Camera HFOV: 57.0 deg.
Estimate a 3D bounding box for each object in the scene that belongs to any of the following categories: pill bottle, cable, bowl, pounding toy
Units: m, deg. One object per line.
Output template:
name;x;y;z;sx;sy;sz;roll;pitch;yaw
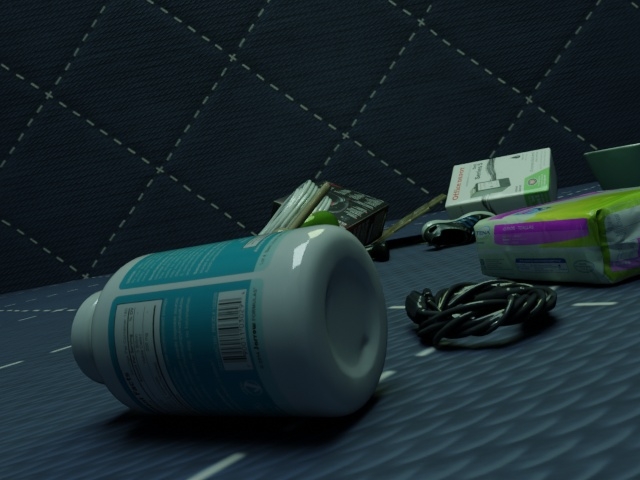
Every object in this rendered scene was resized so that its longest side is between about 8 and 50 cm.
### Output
pill bottle;-0.088;0.074;0.502;0.264;0.146;0.146;-8;4;29
cable;-0.076;-0.016;1.325;0.257;0.089;0.257;-54;8;-22
cable;0.172;0.074;0.627;0.151;0.047;0.184;-6;1;-2
bowl;0.739;-0.138;1.254;0.312;0.163;0.311;-11;4;1
pounding toy;-0.003;0.029;1.169;0.183;0.110;0.236;-42;-25;-18

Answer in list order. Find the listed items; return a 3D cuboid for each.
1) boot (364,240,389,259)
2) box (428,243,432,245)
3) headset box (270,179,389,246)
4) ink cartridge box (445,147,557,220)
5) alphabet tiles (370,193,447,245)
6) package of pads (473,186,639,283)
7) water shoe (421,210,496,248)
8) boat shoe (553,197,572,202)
boot;0.116;0.030;1.427;0.099;0.045;0.121;-8;-3;8
box;0.315;-0.004;1.558;0.067;0.018;0.083;-10;4;9
headset box;0.018;-0.051;1.566;0.218;0.110;0.293;22;27;23
ink cartridge box;0.499;-0.132;1.624;0.273;0.114;0.198;-9;38;29
alphabet tiles;0.251;-0.055;1.771;0.285;0.011;0.342;-34;0;11
package of pads;0.408;-0.018;0.836;0.297;0.101;0.229;-13;4;-25
water shoe;0.349;-0.016;1.435;0.203;0.072;0.080;-11;30;-12
boat shoe;0.494;-0.047;1.227;0.224;0.080;0.073;-14;6;38
